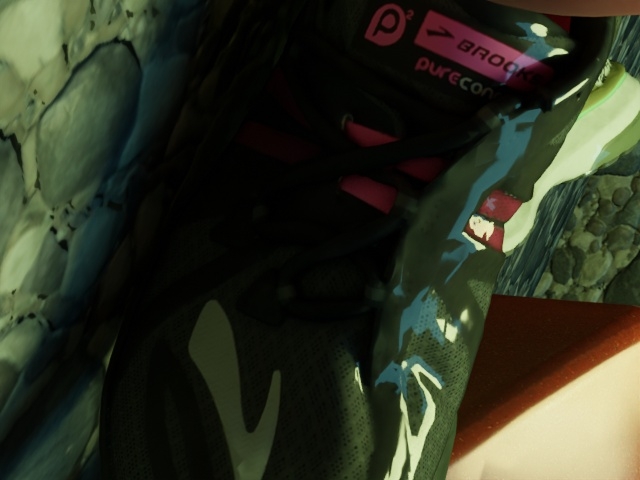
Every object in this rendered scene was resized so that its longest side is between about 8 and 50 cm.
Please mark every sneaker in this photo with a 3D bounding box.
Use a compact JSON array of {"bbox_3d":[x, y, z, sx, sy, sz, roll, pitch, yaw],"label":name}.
[{"bbox_3d":[0.025,-0.042,0.747,0.202,0.185,0.483,96,13,-68],"label":"sneaker"},{"bbox_3d":[0.085,-0.097,1.099,0.410,0.158,0.182,-36,112,-51],"label":"sneaker"}]

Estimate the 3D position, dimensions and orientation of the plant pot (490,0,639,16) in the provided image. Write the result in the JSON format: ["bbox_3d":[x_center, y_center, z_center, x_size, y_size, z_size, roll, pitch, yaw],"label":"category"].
[{"bbox_3d":[0.070,-0.229,0.450,0.275,0.275,0.243,-65,157,-3],"label":"plant pot"}]

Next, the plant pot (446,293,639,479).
[{"bbox_3d":[0.031,0.184,0.928,0.235,0.267,0.267,-17,106,-48],"label":"plant pot"}]
